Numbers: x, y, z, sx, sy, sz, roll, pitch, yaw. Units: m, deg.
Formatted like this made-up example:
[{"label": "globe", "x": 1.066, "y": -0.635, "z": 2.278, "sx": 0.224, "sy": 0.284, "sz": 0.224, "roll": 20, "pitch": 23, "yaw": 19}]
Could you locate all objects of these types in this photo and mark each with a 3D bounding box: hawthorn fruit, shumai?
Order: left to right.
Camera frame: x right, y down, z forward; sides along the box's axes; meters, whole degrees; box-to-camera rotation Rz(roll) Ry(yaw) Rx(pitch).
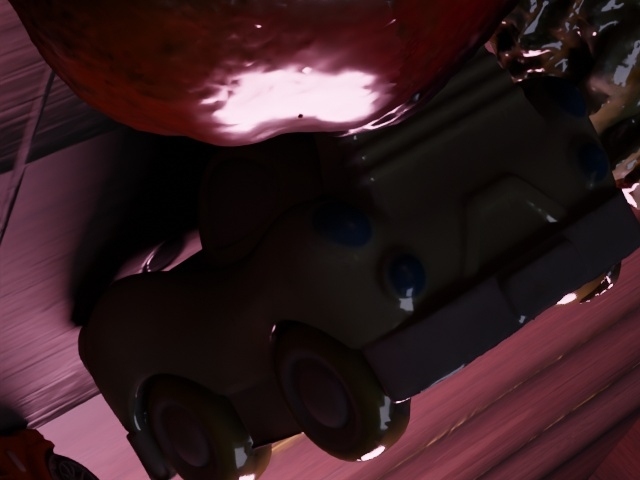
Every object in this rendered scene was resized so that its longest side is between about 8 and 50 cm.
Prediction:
[{"label": "hawthorn fruit", "x": -0.030, "y": -0.139, "z": 0.659, "sx": 0.215, "sy": 0.215, "sz": 0.249, "roll": -43, "pitch": 164, "yaw": 0}, {"label": "shumai", "x": 0.211, "y": -0.126, "z": 1.150, "sx": 0.189, "sy": 0.218, "sz": 0.256, "roll": -5, "pitch": -176, "yaw": 36}]

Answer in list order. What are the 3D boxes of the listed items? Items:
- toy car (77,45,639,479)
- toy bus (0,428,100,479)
[{"label": "toy car", "x": 0.000, "y": 0.000, "z": 1.090, "sx": 0.242, "sy": 0.226, "sz": 0.336, "roll": -31, "pitch": -175, "yaw": -34}, {"label": "toy bus", "x": -0.154, "y": 0.281, "z": 1.145, "sx": 0.143, "sy": 0.329, "sz": 0.153, "roll": -46, "pitch": 160, "yaw": 12}]
